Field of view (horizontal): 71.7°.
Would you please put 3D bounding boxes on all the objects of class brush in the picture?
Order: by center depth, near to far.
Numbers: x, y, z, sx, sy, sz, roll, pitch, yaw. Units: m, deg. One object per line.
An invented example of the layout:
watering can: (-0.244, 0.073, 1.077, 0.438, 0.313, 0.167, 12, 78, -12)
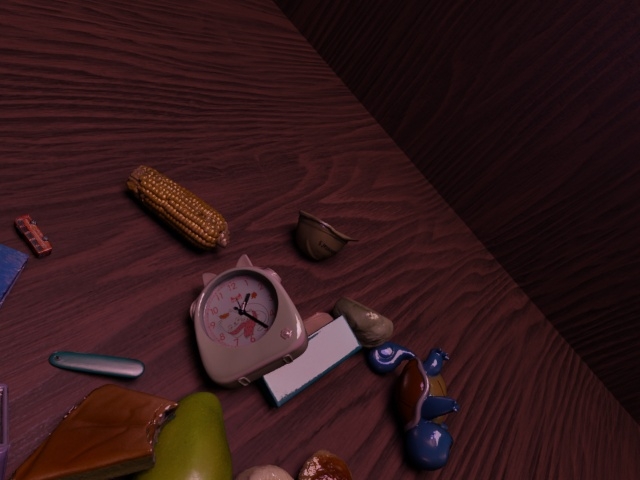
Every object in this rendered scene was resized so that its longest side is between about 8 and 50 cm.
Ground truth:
brush: (-0.489, 0.276, 0.976, 0.193, 0.032, 0.043, 14, 49, -19)

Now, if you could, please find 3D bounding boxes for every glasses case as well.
glasses case: (-0.032, 0.333, 1.242, 0.300, 0.070, 0.117, -26, 81, -31)

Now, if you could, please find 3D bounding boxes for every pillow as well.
pillow: (-0.019, 0.319, 1.357, 0.270, 0.067, 0.173, -19, 68, -50)

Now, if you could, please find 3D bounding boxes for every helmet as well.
helmet: (0.001, 0.005, 1.632, 0.257, 0.137, 0.204, 27, 0, -36)

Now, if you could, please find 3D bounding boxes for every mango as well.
mango: (-0.269, 0.455, 0.892, 0.192, 0.156, 0.343, 12, 37, -7)

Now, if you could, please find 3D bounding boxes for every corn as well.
corn: (-0.417, -0.089, 1.323, 0.346, 0.130, 0.130, 36, 36, -6)

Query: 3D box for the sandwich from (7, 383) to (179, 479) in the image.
sandwich: (-0.401, 0.382, 0.818, 0.211, 0.063, 0.245, 6, 32, 19)

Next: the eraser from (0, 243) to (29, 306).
eraser: (-0.725, 0.124, 0.878, 0.144, 0.043, 0.312, 26, 40, -23)

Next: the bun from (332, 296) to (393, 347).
bun: (0.133, 0.281, 1.476, 0.212, 0.127, 0.203, 22, -12, 47)

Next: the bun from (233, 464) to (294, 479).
bun: (-0.122, 0.590, 0.931, 0.220, 0.134, 0.221, 33, 32, -24)

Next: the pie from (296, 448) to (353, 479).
pie: (0.014, 0.616, 1.090, 0.163, 0.079, 0.194, 25, 42, -17)

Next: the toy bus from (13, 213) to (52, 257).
toy bus: (-0.687, -0.010, 1.059, 0.110, 0.031, 0.043, 50, 43, 6)

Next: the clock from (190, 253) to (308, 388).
clock: (-0.199, 0.196, 1.168, 0.109, 0.264, 0.324, 73, -9, -61)

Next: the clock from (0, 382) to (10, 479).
clock: (-0.588, 0.316, 0.715, 0.144, 0.073, 0.193, 9, 13, -38)

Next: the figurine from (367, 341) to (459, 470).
figurine: (0.327, 0.486, 1.408, 0.242, 0.298, 0.417, -13, 56, -14)
